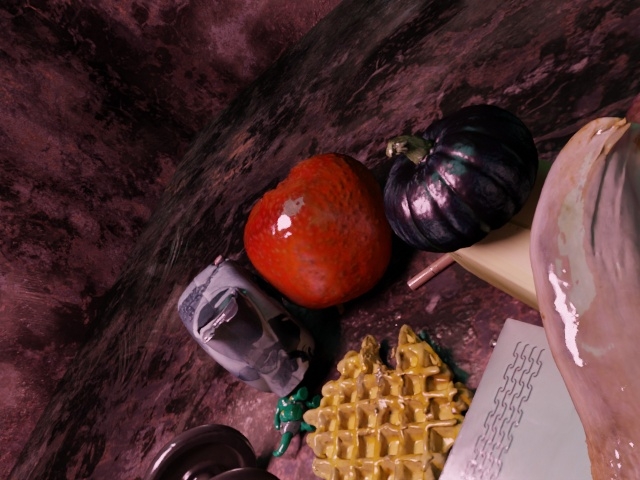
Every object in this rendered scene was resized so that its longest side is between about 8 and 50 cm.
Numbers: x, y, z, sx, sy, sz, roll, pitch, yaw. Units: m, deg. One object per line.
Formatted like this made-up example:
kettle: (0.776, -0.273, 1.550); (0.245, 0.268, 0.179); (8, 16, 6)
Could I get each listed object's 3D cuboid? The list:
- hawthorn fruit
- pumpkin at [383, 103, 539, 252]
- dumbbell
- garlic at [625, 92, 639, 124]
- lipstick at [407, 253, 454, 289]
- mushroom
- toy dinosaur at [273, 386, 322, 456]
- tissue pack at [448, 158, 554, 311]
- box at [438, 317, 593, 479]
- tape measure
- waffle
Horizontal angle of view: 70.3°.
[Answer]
hawthorn fruit: (0.000, 0.000, 0.838); (0.275, 0.300, 0.275); (-18, 12, 4)
pumpkin: (0.161, -0.073, 0.545); (0.194, 0.150, 0.194); (-21, 18, 7)
dumbbell: (-0.155, 0.395, 0.671); (0.192, 0.192, 0.290); (-59, 28, -12)
garlic: (0.431, -0.132, 0.459); (0.245, 0.160, 0.245); (-36, 33, 28)
lipstick: (0.185, 0.049, 0.750); (0.094, 0.019, 0.019); (-40, 31, 21)
mushroom: (0.252, 0.063, 0.384); (0.122, 0.095, 0.351); (-14, 70, 38)
toy dinosaur: (-0.050, 0.301, 0.774); (0.096, 0.059, 0.132); (-36, 23, 41)
tissue pack: (0.277, -0.005, 0.571); (0.159, 0.125, 0.234); (-52, 29, 2)
box: (0.227, 0.225, 0.456); (0.211, 0.045, 0.270); (10, 66, 50)
tape measure: (-0.126, 0.153, 0.830); (0.147, 0.256, 0.275); (-47, 29, -6)
waffle: (0.081, 0.248, 0.641); (0.250, 0.056, 0.261); (-52, 32, 1)
